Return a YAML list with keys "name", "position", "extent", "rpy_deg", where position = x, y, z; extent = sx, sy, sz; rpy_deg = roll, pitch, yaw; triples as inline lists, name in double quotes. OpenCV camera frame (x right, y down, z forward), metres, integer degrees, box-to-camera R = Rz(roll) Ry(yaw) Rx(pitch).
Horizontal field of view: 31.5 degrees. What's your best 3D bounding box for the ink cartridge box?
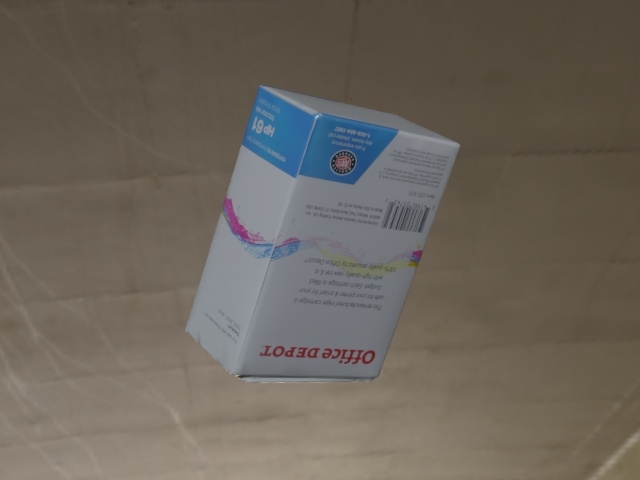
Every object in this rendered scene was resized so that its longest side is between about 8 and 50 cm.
- name: "ink cartridge box"
  position: [0.000, 0.000, 0.520]
  extent: [0.088, 0.052, 0.123]
  rpy_deg: [7, -74, -40]
